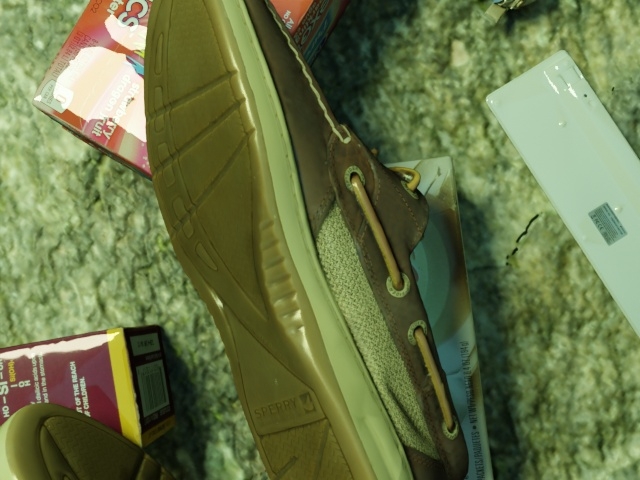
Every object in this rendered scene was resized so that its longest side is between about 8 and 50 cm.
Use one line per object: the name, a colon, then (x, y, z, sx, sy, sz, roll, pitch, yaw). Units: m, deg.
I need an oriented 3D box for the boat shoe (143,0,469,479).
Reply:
boat shoe: (0.000, 0.000, 0.487, 0.123, 0.123, 0.342, -18, 84, -37)

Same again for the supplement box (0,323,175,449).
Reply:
supplement box: (-0.207, 0.113, 0.581, 0.188, 0.104, 0.081, -10, 85, 1)

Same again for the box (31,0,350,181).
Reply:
box: (-0.065, -0.159, 0.586, 0.128, 0.122, 0.257, 30, 88, 4)

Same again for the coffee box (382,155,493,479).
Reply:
coffee box: (0.033, 0.078, 0.577, 0.141, 0.098, 0.247, -6, 85, 2)

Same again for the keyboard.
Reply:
keyboard: (0.220, -0.018, 0.622, 0.072, 0.014, 0.256, -32, 85, 5)

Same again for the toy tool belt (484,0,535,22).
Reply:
toy tool belt: (0.126, -0.205, 0.618, 0.051, 0.052, 0.083, -28, 85, -8)

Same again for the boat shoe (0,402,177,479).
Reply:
boat shoe: (-0.106, 0.247, 0.513, 0.110, 0.122, 0.341, -28, 112, 11)
